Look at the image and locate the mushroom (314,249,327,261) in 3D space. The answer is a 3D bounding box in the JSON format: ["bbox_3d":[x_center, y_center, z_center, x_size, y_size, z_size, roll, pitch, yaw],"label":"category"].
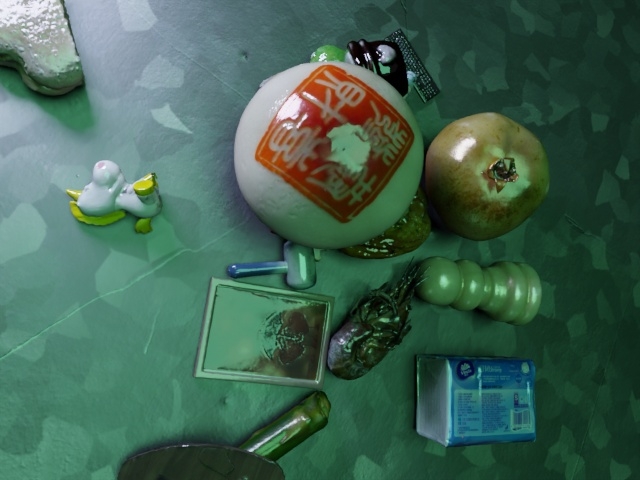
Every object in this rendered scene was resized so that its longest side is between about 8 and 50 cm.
[{"bbox_3d":[0.000,0.000,1.185,0.049,0.019,0.101,21,77,-21],"label":"mushroom"}]

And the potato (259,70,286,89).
[{"bbox_3d":[-0.098,-0.363,1.178,0.093,0.036,0.037,-26,132,-5],"label":"potato"}]

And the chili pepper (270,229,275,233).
[{"bbox_3d":[-0.063,-0.136,1.131,0.144,0.136,0.252,36,78,-43],"label":"chili pepper"}]

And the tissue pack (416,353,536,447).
[{"bbox_3d":[0.375,0.379,1.232,0.264,0.146,0.198,6,80,-21],"label":"tissue pack"}]

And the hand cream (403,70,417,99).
[{"bbox_3d":[0.188,-0.358,1.289,0.065,0.043,0.170,40,73,-15],"label":"hand cream"}]

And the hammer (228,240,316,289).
[{"bbox_3d":[-0.105,0.057,1.112,0.194,0.069,0.116,-5,87,-18],"label":"hammer"}]

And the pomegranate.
[{"bbox_3d":[0.392,-0.150,1.207,0.319,0.319,0.319,3,83,-23],"label":"pomegranate"}]

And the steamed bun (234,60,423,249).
[{"bbox_3d":[0.018,-0.163,0.974,0.375,0.241,0.374,0,92,-2],"label":"steamed bun"}]

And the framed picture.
[{"bbox_3d":[-0.115,0.206,1.115,0.290,0.020,0.211,12,79,-21],"label":"framed picture"}]

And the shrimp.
[{"bbox_3d":[0.135,0.169,1.169,0.145,0.116,0.343,44,76,-16],"label":"shrimp"}]

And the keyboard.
[{"bbox_3d":[0.244,-0.460,1.342,0.064,0.010,0.198,-39,99,-20],"label":"keyboard"}]

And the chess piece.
[{"bbox_3d":[0.376,0.110,1.265,0.300,0.167,0.166,12,80,-16],"label":"chess piece"}]

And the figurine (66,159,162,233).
[{"bbox_3d":[-0.399,-0.085,0.992,0.178,0.109,0.129,13,101,-18],"label":"figurine"}]

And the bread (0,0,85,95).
[{"bbox_3d":[-0.565,-0.435,0.949,0.183,0.102,0.337,-16,90,-24],"label":"bread"}]

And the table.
[{"bbox_3d":[-0.238,0.524,0.866,0.318,0.249,0.317,0,95,-6],"label":"table"}]

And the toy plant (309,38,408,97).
[{"bbox_3d":[0.080,-0.362,1.189,0.235,0.175,0.218,-15,83,4],"label":"toy plant"}]

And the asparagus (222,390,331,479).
[{"bbox_3d":[-0.110,0.427,1.061,0.343,0.085,0.082,-27,119,-25],"label":"asparagus"}]

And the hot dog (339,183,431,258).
[{"bbox_3d":[0.157,-0.058,1.194,0.272,0.122,0.196,-10,86,-27],"label":"hot dog"}]
